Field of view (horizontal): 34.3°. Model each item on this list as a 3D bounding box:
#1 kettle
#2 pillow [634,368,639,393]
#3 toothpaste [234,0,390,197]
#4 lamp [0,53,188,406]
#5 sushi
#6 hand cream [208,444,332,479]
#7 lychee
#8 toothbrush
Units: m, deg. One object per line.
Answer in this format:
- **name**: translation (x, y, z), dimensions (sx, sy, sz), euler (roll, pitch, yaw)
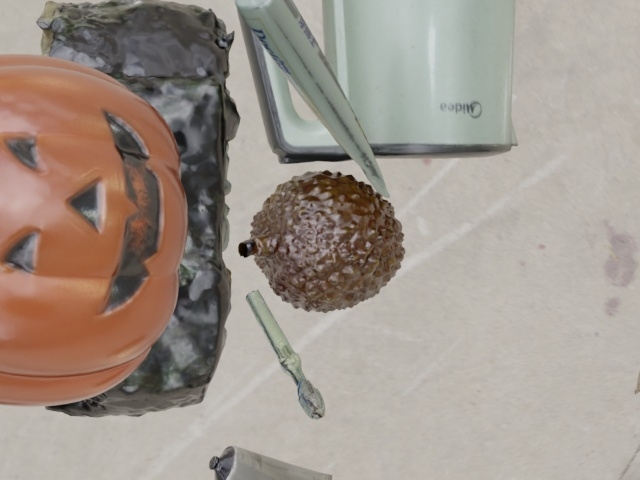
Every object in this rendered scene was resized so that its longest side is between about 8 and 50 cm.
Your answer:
- **kettle**: translation (0.076, -0.287, 1.282), dimensions (0.360, 0.250, 0.377), euler (-3, 96, -19)
- **pillow**: translation (0.445, 0.094, 1.284), dimensions (0.034, 0.135, 0.211), euler (32, 142, 23)
- **toothpaste**: translation (-0.008, -0.126, 0.793), dimensions (0.037, 0.255, 0.067), euler (-35, 43, 1)
- **lamp**: translation (-0.163, -0.006, 0.551), dimensions (0.187, 0.163, 0.188), euler (-9, 79, 60)
- **sushi**: translation (-0.162, -0.033, 0.843), dimensions (0.170, 0.211, 0.350), euler (5, 78, -15)
- **hand cream**: translation (-0.061, 0.316, 1.351), dimensions (0.054, 0.186, 0.087), euler (-47, 29, 35)
- **lychee**: translation (0.000, 0.000, 1.317), dimensions (0.200, 0.238, 0.200), euler (1, 91, 56)
- **toothbrush**: translation (-0.045, 0.126, 1.214), dimensions (0.026, 0.294, 0.028), euler (-28, 116, -6)
